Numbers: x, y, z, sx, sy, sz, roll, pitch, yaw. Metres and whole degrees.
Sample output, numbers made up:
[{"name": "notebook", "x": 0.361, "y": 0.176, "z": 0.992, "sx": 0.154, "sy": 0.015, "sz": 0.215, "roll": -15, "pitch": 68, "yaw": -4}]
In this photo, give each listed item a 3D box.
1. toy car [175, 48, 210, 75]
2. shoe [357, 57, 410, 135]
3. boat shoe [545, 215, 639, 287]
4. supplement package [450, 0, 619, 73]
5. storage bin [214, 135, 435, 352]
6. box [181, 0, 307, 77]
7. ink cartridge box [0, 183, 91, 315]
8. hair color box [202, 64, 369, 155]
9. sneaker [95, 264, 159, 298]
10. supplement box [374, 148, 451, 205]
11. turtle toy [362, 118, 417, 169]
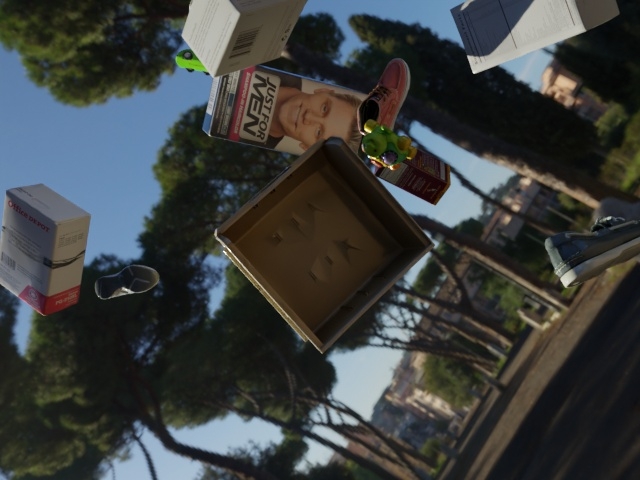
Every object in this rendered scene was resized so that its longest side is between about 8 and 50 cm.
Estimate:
[{"name": "toy car", "x": -0.225, "y": -0.418, "z": 1.611, "sx": 0.239, "sy": 0.225, "sz": 0.053, "roll": 96, "pitch": -174, "yaw": -71}, {"name": "shoe", "x": 0.128, "y": -0.290, "z": 1.397, "sx": 0.081, "sy": 0.064, "sz": 0.178, "roll": 7, "pitch": -79, "yaw": -63}, {"name": "boat shoe", "x": 0.555, "y": -0.011, "z": 1.296, "sx": 0.320, "sy": 0.099, "sz": 0.116, "roll": -21, "pitch": -24, "yaw": -25}, {"name": "supplement package", "x": 0.388, "y": -0.422, "z": 1.265, "sx": 0.134, "sy": 0.139, "sz": 0.244, "roll": -30, "pitch": 13, "yaw": -37}, {"name": "storage bin", "x": 0.000, "y": 0.000, "z": 1.166, "sx": 0.262, "sy": 0.260, "sz": 0.123, "roll": -43, "pitch": 7, "yaw": -11}, {"name": "box", "x": -0.145, "y": -0.432, "z": 1.321, "sx": 0.182, "sy": 0.119, "sz": 0.181, "roll": -29, "pitch": -12, "yaw": -36}, {"name": "ink cartridge box", "x": -0.615, "y": 0.016, "z": 1.524, "sx": 0.100, "sy": 0.172, "sz": 0.237, "roll": -26, "pitch": -41, "yaw": -56}, {"name": "hair color box", "x": -0.075, "y": -0.289, "z": 1.555, "sx": 0.105, "sy": 0.347, "sz": 0.173, "roll": -137, "pitch": 58, "yaw": -65}, {"name": "sneaker", "x": -0.362, "y": 0.076, "z": 1.323, "sx": 0.061, "sy": 0.152, "sz": 0.053, "roll": -10, "pitch": -91, "yaw": -60}, {"name": "supplement box", "x": 0.242, "y": -0.184, "z": 1.810, "sx": 0.080, "sy": 0.188, "sz": 0.104, "roll": -58, "pitch": 12, "yaw": 34}, {"name": "turtle toy", "x": 0.112, "y": -0.169, "z": 1.234, "sx": 0.066, "sy": 0.095, "sz": 0.130, "roll": -59, "pitch": -22, "yaw": 0}]
